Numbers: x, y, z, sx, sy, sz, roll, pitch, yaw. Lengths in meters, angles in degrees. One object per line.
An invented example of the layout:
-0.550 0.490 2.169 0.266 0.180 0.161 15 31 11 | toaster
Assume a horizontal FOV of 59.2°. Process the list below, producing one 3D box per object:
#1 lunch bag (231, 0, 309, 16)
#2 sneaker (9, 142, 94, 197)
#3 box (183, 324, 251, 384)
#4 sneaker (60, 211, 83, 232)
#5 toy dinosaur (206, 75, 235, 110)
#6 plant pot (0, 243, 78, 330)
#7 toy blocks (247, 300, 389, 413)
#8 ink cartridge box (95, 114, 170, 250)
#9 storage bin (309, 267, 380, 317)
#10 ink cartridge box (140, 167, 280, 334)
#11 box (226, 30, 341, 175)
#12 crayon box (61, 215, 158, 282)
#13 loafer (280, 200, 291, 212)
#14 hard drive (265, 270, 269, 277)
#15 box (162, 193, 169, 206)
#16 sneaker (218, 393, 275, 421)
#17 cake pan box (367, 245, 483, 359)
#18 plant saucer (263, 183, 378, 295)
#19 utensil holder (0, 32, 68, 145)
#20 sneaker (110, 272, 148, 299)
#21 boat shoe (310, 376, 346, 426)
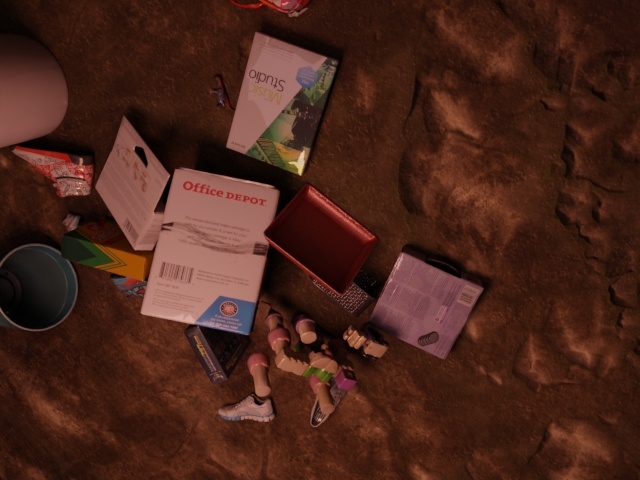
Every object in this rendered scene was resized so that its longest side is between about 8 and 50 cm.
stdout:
-0.138 -0.688 1.366 0.293 0.120 0.258 32 114 1 | lunch bag
-0.822 -0.211 1.719 0.270 0.090 0.145 10 109 8 | sneaker
-0.302 0.290 1.689 0.059 0.232 0.183 -23 103 18 | box
-0.803 -0.044 1.805 0.069 0.038 0.098 23 103 7 | sneaker
-0.275 -0.407 1.554 0.090 0.047 0.082 8 104 -24 | toy dinosaur
-0.976 0.159 1.811 0.255 0.272 0.271 -8 107 33 | plant pot
-0.024 0.288 1.634 0.289 0.260 0.309 24 114 -26 | toy blocks
-0.515 -0.162 1.595 0.296 0.066 0.261 48 119 30 | ink cartridge box
0.070 0.116 1.595 0.180 0.122 0.084 39 113 -2 | storage bin
-0.283 0.032 1.525 0.286 0.166 0.394 12 83 -1 | ink cartridge box
-0.103 -0.361 1.506 0.232 0.058 0.322 21 113 6 | box
-0.571 0.024 1.681 0.319 0.202 0.081 15 112 7 | crayon box
-0.058 -0.032 1.607 0.062 0.061 0.170 -39 97 22 | loafer
-0.200 0.162 1.693 0.022 0.094 0.135 26 113 5 | hard drive
-0.383 -0.072 1.684 0.184 0.045 0.190 -37 97 24 | box
-0.246 0.546 1.861 0.191 0.071 0.082 -3 102 6 | sneaker
0.294 0.172 1.590 0.246 0.070 0.266 22 113 3 | cake pan box
0.000 0.000 1.516 0.259 0.258 0.047 39 136 -2 | plant saucer
-0.936 -0.399 1.522 0.328 0.385 0.327 4 110 12 | utensil holder
-0.523 0.131 1.777 0.262 0.104 0.125 -1 126 18 | sneaker
0.030 0.491 1.762 0.083 0.076 0.226 21 113 6 | boat shoe
